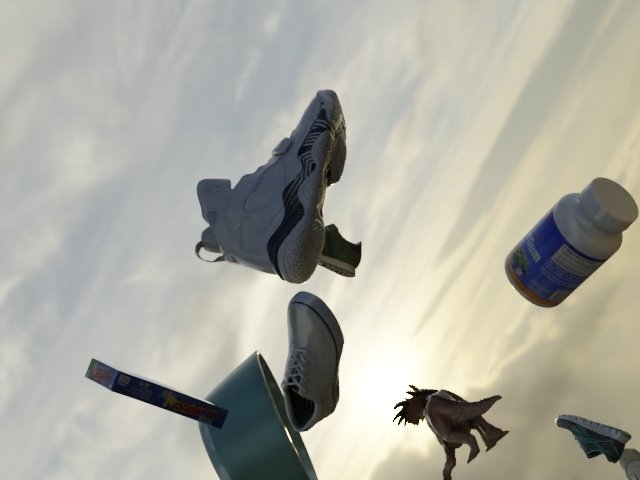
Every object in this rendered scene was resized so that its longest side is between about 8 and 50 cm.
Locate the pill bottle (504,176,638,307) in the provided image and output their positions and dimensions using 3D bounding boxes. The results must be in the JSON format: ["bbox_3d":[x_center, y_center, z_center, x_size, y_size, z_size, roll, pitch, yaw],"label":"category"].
[{"bbox_3d":[0.500,0.001,1.971,0.152,0.152,0.272,-49,-4,-48],"label":"pill bottle"}]

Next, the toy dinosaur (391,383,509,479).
[{"bbox_3d":[0.230,0.326,1.849,0.127,0.200,0.295,-32,-18,-22],"label":"toy dinosaur"}]

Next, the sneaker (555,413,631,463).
[{"bbox_3d":[0.539,0.399,1.993,0.065,0.167,0.076,22,-96,-39],"label":"sneaker"}]

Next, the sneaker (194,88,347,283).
[{"bbox_3d":[-0.084,-0.105,1.674,0.137,0.210,0.365,66,-147,-60],"label":"sneaker"}]

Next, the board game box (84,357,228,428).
[{"bbox_3d":[-0.265,0.247,1.600,0.136,0.201,0.035,5,72,60],"label":"board game box"}]

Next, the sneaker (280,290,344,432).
[{"bbox_3d":[-0.018,0.200,1.561,0.091,0.094,0.258,-47,-40,-43],"label":"sneaker"}]

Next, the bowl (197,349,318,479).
[{"bbox_3d":[-0.132,0.389,1.943,0.163,0.311,0.311,-25,-15,-1],"label":"bowl"}]

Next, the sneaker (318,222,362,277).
[{"bbox_3d":[0.000,0.000,2.033,0.086,0.192,0.064,-67,12,-16],"label":"sneaker"}]

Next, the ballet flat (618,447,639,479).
[{"bbox_3d":[0.675,0.503,2.050,0.057,0.168,0.052,-32,-14,8],"label":"ballet flat"}]
